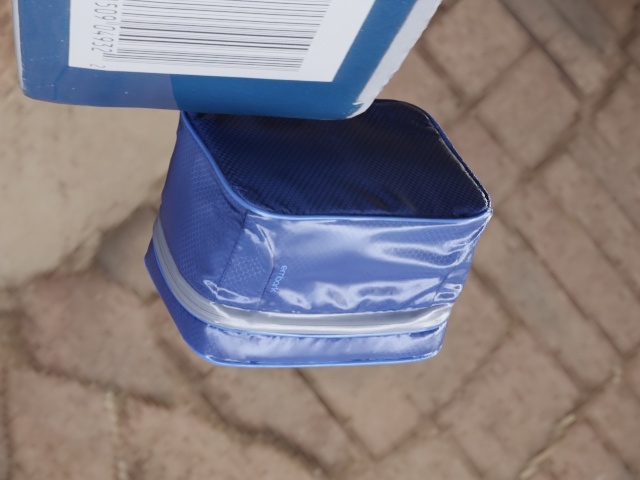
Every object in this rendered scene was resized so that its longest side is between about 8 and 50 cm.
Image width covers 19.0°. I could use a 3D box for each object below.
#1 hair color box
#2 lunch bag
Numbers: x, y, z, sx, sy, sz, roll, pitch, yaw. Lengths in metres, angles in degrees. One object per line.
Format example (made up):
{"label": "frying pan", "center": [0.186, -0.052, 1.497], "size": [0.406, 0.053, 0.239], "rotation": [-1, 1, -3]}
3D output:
{"label": "hair color box", "center": [-0.020, -0.221, 0.498], "size": [0.105, 0.174, 0.347], "rotation": [3, 79, -8]}
{"label": "lunch bag", "center": [0.000, 0.000, 0.569], "size": [0.098, 0.065, 0.067], "rotation": [2, 36, -26]}
